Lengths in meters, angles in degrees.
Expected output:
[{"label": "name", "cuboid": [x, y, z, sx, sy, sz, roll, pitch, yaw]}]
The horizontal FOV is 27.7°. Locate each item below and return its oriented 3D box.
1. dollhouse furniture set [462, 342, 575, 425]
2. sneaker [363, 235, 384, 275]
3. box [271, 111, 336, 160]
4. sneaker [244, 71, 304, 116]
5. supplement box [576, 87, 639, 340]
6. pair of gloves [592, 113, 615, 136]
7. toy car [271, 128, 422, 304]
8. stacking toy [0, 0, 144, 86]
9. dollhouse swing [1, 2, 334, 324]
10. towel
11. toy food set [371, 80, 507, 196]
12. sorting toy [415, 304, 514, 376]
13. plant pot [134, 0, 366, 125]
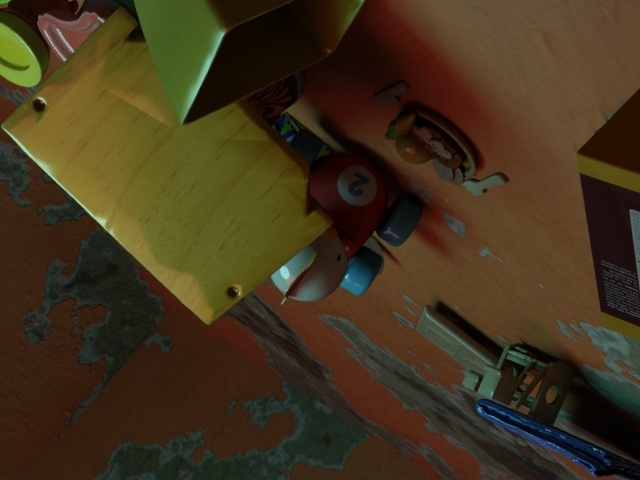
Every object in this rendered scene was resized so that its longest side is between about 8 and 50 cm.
[{"label": "dollhouse furniture set", "cuboid": [0.279, 0.199, 2.069, 0.161, 0.101, 0.182, 26, 176, -37]}, {"label": "sneaker", "cuboid": [0.043, 0.002, 2.217, 0.152, 0.058, 0.084, 47, 159, -12]}, {"label": "box", "cuboid": [-0.008, -0.119, 1.993, 0.169, 0.054, 0.059, 39, 166, 4]}, {"label": "sneaker", "cuboid": [-0.119, -0.211, 1.734, 0.125, 0.180, 0.321, 37, 166, 11]}, {"label": "supplement box", "cuboid": [0.322, -0.033, 1.042, 0.129, 0.191, 0.194, 23, 144, 39]}, {"label": "pair of gloves", "cuboid": [0.369, -0.064, 1.227, 0.204, 0.042, 0.240, 45, 161, 0]}, {"label": "toy car", "cuboid": [0.000, 0.000, 1.855, 0.219, 0.210, 0.238, 33, -151, -7]}, {"label": "stacking toy", "cuboid": [-0.359, -0.347, 1.782, 0.309, 0.130, 0.279, 13, 140, 33]}, {"label": "dollhouse swing", "cuboid": [-0.172, -0.127, 1.646, 0.347, 0.315, 0.305, 45, -154, -13]}, {"label": "towel", "cuboid": [0.410, 0.336, 2.098, 0.243, 0.040, 0.336, 23, 177, 35]}, {"label": "toy food set", "cuboid": [0.141, -0.116, 1.649, 0.192, 0.038, 0.132, 42, 166, -8]}, {"label": "sorting toy", "cuboid": [0.259, 0.189, 2.303, 0.193, 0.038, 0.208, 38, 170, 9]}, {"label": "plant pot", "cuboid": [-0.087, -0.281, 1.366, 0.187, 0.212, 0.212, 57, 153, 9]}]
